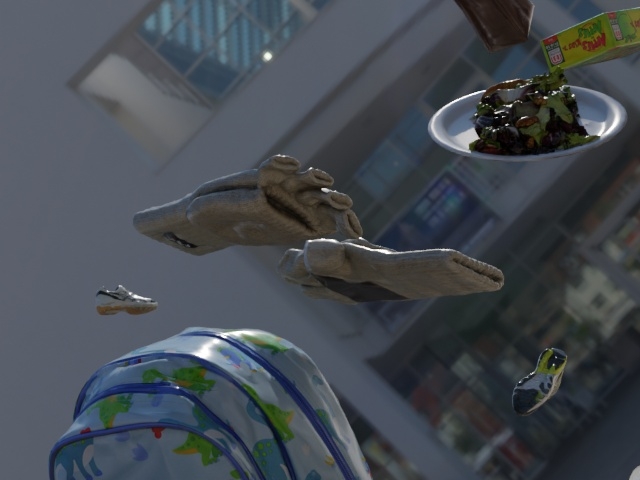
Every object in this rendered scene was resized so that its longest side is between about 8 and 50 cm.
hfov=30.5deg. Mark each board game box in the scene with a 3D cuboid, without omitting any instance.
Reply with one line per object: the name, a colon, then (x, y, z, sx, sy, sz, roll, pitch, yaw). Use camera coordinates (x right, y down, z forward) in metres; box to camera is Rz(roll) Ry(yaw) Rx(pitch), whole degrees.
board game box: (0.358, -0.249, 1.432, 0.092, 0.043, 0.181, -20, -1, 43)

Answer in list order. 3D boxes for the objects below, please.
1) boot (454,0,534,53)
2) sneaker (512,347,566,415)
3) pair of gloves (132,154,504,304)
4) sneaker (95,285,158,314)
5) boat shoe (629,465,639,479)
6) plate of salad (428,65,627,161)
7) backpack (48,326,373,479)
boot: (0.152, -0.225, 0.977, 0.106, 0.114, 0.037, -43, 23, 10)
sneaker: (0.205, 0.137, 1.081, 0.083, 0.031, 0.035, -44, -42, -35)
pair of gloves: (0.000, 0.000, 0.919, 0.204, 0.240, 0.042, -12, 61, 53)
sneaker: (-0.247, 0.074, 1.498, 0.083, 0.037, 0.032, 4, -29, -34)
boat shoe: (0.285, 0.263, 0.875, 0.096, 0.116, 0.324, -32, 11, 30)
plate of salad: (0.208, -0.131, 1.188, 0.200, 0.200, 0.048, -34, -52, -41)
backpack: (-0.077, 0.249, 0.999, 0.290, 0.356, 0.273, -10, -5, 34)
